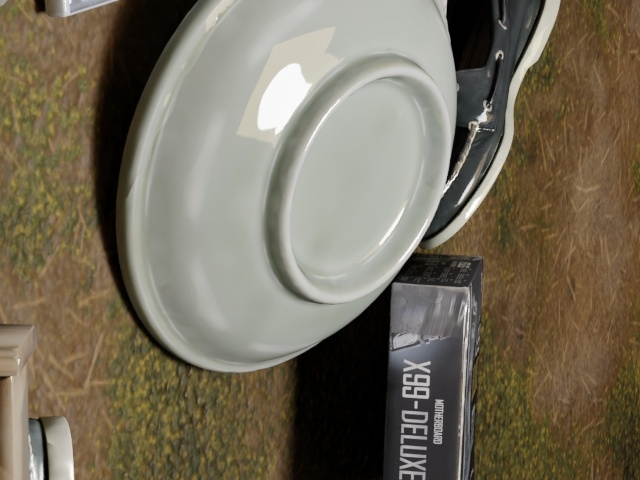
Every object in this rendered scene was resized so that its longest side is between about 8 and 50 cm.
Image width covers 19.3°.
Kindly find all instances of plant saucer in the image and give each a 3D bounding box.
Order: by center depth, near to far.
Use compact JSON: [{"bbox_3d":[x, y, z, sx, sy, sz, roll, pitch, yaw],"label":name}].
[{"bbox_3d":[0.006,-0.060,1.582,0.400,0.100,0.400,-27,130,-39],"label":"plant saucer"}]

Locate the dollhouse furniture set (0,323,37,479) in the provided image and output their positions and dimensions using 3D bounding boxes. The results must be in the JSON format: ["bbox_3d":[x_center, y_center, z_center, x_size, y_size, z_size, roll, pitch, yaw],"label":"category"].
[{"bbox_3d":[-0.263,0.215,1.013,0.394,0.362,0.256,-84,174,-78],"label":"dollhouse furniture set"}]

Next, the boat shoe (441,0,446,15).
[{"bbox_3d":[0.070,-0.259,1.746,0.156,0.136,0.367,-45,135,-49],"label":"boat shoe"}]

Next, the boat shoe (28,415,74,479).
[{"bbox_3d":[-0.241,0.278,1.345,0.099,0.116,0.319,4,100,-19],"label":"boat shoe"}]

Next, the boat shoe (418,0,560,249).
[{"bbox_3d":[0.139,-0.155,1.920,0.113,0.127,0.340,35,68,-25],"label":"boat shoe"}]

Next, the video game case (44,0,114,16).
[{"bbox_3d":[-0.162,-0.278,1.429,0.173,0.022,0.190,-32,123,-58],"label":"video game case"}]

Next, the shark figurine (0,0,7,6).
[{"bbox_3d":[-0.226,-0.299,1.227,0.278,0.116,0.166,54,47,-53],"label":"shark figurine"}]

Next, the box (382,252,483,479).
[{"bbox_3d":[0.112,0.146,1.845,0.307,0.076,0.242,-30,123,-82],"label":"box"}]
